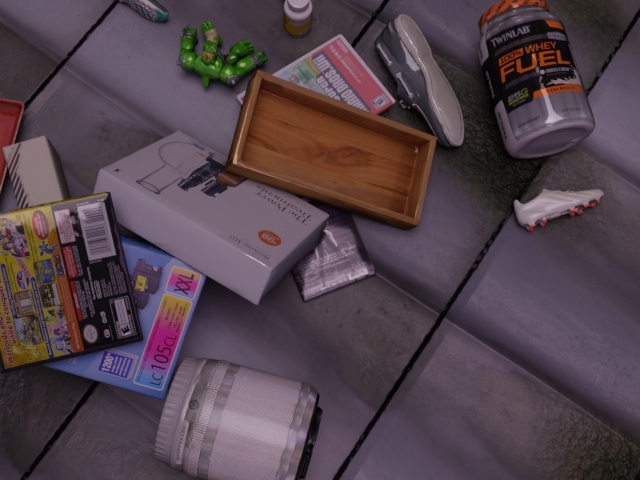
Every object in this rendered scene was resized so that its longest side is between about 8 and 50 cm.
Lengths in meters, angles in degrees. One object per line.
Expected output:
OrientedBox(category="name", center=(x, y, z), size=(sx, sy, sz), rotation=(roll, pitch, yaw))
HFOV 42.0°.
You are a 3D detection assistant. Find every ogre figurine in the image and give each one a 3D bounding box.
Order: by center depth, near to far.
OrientedBox(category="ogre figurine", center=(-0.226, -0.401, 1.830), size=(0.197, 0.097, 0.118), rotation=(30, 56, -10))

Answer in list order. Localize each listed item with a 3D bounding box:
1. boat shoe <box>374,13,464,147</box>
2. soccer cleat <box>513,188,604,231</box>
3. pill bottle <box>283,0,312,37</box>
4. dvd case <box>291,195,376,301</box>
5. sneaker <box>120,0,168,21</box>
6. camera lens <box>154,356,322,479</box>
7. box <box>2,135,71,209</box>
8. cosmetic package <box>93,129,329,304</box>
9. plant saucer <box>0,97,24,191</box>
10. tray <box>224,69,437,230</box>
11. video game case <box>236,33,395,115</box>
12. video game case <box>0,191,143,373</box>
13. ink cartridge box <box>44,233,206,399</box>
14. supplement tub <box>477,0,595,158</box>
OrientedBox(category="boat shoe", center=(0.217, -0.339, 1.845), size=(0.099, 0.116, 0.319), rotation=(-29, 82, 34))
OrientedBox(category="soccer cleat", center=(0.510, -0.084, 1.787), size=(0.196, 0.068, 0.076), rotation=(-19, 73, -5))
OrientedBox(category="pill bottle", center=(-0.050, -0.506, 1.851), size=(0.065, 0.116, 0.065), rotation=(1, 74, -3))
OrientedBox(category="dvd case", center=(0.000, 0.000, 1.762), size=(0.165, 0.018, 0.221), rotation=(-21, 77, -7))
OrientedBox(category="sneaker", center=(-0.404, -0.559, 1.879), size=(0.166, 0.065, 0.076), rotation=(34, 72, 5))
OrientedBox(category="camera lens", center=(-0.145, 0.347, 1.551), size=(0.274, 0.219, 0.219), rotation=(15, 74, 1))
OrientedBox(category="box", center=(-0.559, -0.064, 1.705), size=(0.094, 0.113, 0.275), rotation=(-18, 74, -8))
OrientedBox(category="cosmetic package", center=(-0.207, -0.058, 1.631), size=(0.377, 0.097, 0.284), rotation=(29, 32, 9))
OrientedBox(category="plant saucer", center=(-0.776, -0.188, 1.762), size=(0.259, 0.048, 0.259), rotation=(9, 75, 0))
OrientedBox(category="tray", center=(0.027, -0.178, 1.720), size=(0.411, 0.076, 0.202), rotation=(18, 75, -18))
OrientedBox(category="video game case", center=(-0.009, -0.303, 1.808), size=(0.285, 0.025, 0.204), rotation=(-34, 79, -15))
OrientedBox(category="video game case", center=(-0.464, 0.072, 1.464), size=(0.248, 0.035, 0.274), rotation=(-13, 96, -12))
OrientedBox(category="ink cartridge box", center=(-0.443, 0.108, 1.566), size=(0.396, 0.151, 0.270), rotation=(19, 88, -12))
OrientedBox(category="supplement tub", center=(0.453, -0.351, 1.792), size=(0.194, 0.193, 0.316), rotation=(-12, 75, -6))
